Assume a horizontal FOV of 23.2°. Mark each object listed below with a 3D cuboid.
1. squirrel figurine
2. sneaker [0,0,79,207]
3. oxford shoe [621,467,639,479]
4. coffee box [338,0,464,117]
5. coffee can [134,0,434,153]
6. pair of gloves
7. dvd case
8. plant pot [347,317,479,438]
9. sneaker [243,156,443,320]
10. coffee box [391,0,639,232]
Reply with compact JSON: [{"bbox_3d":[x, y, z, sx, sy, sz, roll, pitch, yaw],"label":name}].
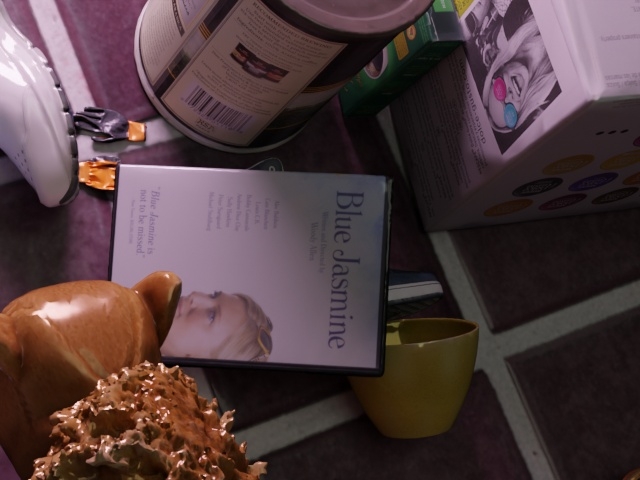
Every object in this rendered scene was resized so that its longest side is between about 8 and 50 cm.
[{"bbox_3d":[-0.131,0.198,1.159,0.281,0.397,0.371,-8,80,-27],"label":"squirrel figurine"},{"bbox_3d":[-0.312,-0.150,1.391,0.129,0.111,0.297,-30,82,-15],"label":"sneaker"},{"bbox_3d":[0.366,0.388,1.474,0.130,0.133,0.364,-2,72,-25],"label":"oxford shoe"},{"bbox_3d":[0.068,-0.205,1.525,0.040,0.184,0.113,-4,72,-29],"label":"coffee box"},{"bbox_3d":[-0.036,-0.221,1.428,0.201,0.275,0.202,8,69,-22],"label":"coffee can"},{"bbox_3d":[-0.200,-0.085,1.456,0.074,0.010,0.083,10,67,-21],"label":"pair of gloves"},{"bbox_3d":[-0.064,0.026,1.390,0.253,0.022,0.180,3,82,3],"label":"dvd case"},{"bbox_3d":[0.084,0.131,1.453,0.134,0.134,0.095,-8,97,-27],"label":"plant pot"},{"bbox_3d":[0.000,-0.001,1.461,0.226,0.086,0.163,-3,73,-14],"label":"sneaker"},{"bbox_3d":[0.272,-0.232,1.542,0.337,0.334,0.338,-7,73,-26],"label":"coffee box"}]
